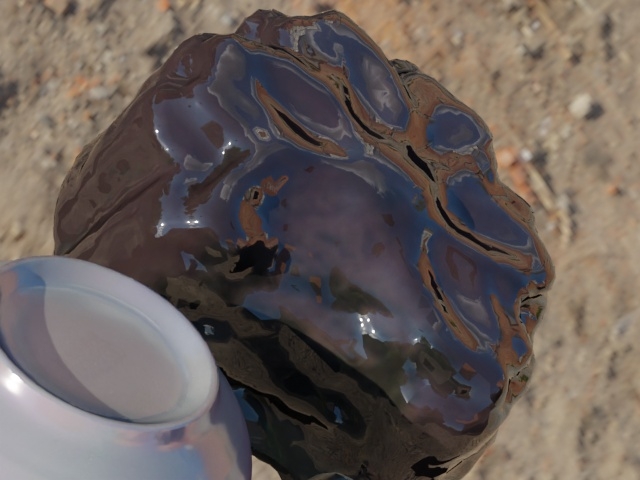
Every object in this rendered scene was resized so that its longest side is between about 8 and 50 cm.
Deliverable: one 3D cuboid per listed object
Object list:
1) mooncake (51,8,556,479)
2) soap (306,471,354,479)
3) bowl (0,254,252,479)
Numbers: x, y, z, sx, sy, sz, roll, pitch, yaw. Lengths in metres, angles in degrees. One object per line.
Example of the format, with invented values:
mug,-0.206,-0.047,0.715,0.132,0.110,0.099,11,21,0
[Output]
mooncake,0.000,0.000,1.332,0.381,0.212,0.350,26,43,-21
soap,-0.007,0.182,0.378,0.094,0.150,0.261,-26,89,-32
bowl,-0.162,0.112,1.068,0.287,0.144,0.287,22,29,-13
